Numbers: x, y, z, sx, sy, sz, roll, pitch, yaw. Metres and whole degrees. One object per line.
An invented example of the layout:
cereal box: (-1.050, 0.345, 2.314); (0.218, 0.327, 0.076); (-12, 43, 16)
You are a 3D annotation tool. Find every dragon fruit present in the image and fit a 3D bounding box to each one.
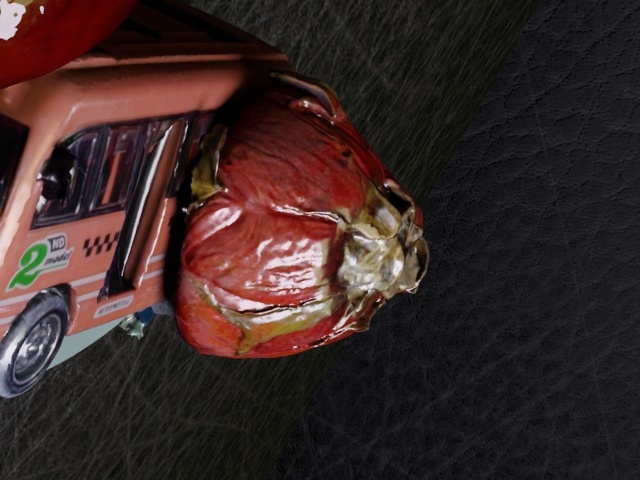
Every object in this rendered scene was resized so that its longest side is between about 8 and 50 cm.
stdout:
dragon fruit: (0.001, 0.001, 1.072); (0.218, 0.148, 0.223); (-49, 155, -52)

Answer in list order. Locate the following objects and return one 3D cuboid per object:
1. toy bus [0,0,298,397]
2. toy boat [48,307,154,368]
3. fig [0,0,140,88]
toy bus: (-0.181, -0.061, 1.012); (0.233, 0.203, 0.427); (-68, 164, 15)
toy boat: (-0.234, 0.076, 1.446); (0.291, 0.067, 0.220); (-44, 163, -30)
fig: (-0.181, -0.144, 0.618); (0.190, 0.190, 0.290); (-50, -159, -23)
